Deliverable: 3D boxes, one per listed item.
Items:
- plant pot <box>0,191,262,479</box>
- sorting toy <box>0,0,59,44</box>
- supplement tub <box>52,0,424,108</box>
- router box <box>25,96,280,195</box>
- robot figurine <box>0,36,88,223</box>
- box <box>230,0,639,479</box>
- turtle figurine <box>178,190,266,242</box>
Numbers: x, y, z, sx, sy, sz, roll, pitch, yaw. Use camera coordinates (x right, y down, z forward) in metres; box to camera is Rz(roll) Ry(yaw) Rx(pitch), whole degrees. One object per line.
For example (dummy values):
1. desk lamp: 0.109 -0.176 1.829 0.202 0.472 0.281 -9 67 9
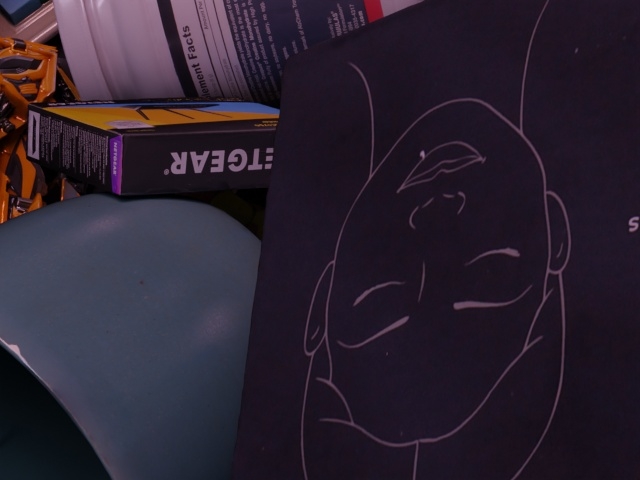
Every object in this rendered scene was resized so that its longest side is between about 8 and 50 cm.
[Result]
1. plant pot: -0.144 0.102 1.282 0.293 0.293 0.235 29 45 26
2. sorting toy: -0.245 -0.271 1.657 0.193 0.038 0.208 -38 59 -10
3. supplement tub: -0.057 -0.195 1.480 0.272 0.191 0.191 -12 58 6
4. router box: -0.097 -0.068 1.337 0.179 0.046 0.133 -5 16 -36
5. robot figurine: -0.269 -0.046 1.467 0.211 0.085 0.291 11 64 -21
6. box: 0.215 0.081 1.094 0.480 0.297 0.472 -18 51 38
7. turtle figurine: 0.000 0.000 1.415 0.217 0.087 0.269 23 68 23
